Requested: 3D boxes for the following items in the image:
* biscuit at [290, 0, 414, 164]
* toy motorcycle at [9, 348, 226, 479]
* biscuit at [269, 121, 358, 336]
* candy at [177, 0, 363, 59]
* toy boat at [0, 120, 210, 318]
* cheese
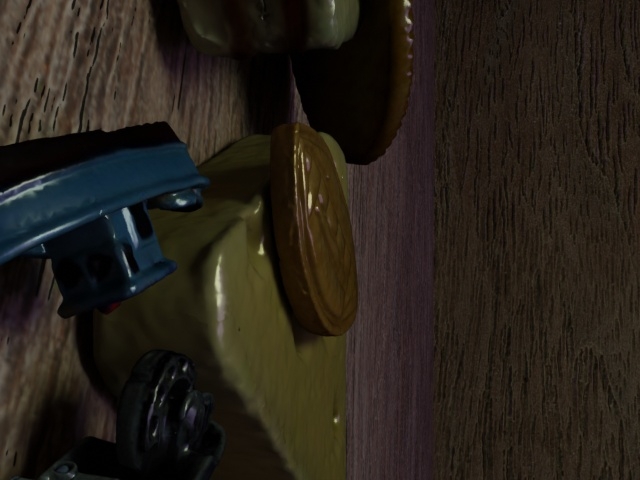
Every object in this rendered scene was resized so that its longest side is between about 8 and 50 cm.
[{"bbox_3d":[0.024,-0.238,0.817,0.318,0.040,0.318,170,-90,-73],"label":"biscuit"},{"bbox_3d":[-0.127,0.201,0.341,0.358,0.125,0.213,-48,143,-67],"label":"toy motorcycle"},{"bbox_3d":[0.000,0.000,0.609,0.221,0.029,0.142,73,21,-43],"label":"biscuit"},{"bbox_3d":[-0.049,-0.310,0.601,0.179,0.135,0.321,-63,151,-62],"label":"candy"},{"bbox_3d":[-0.127,-0.005,0.392,0.223,0.100,0.097,-40,113,-70],"label":"toy boat"},{"bbox_3d":[-0.048,0.040,0.683,0.384,0.104,0.384,-1,90,-75],"label":"cheese"}]
